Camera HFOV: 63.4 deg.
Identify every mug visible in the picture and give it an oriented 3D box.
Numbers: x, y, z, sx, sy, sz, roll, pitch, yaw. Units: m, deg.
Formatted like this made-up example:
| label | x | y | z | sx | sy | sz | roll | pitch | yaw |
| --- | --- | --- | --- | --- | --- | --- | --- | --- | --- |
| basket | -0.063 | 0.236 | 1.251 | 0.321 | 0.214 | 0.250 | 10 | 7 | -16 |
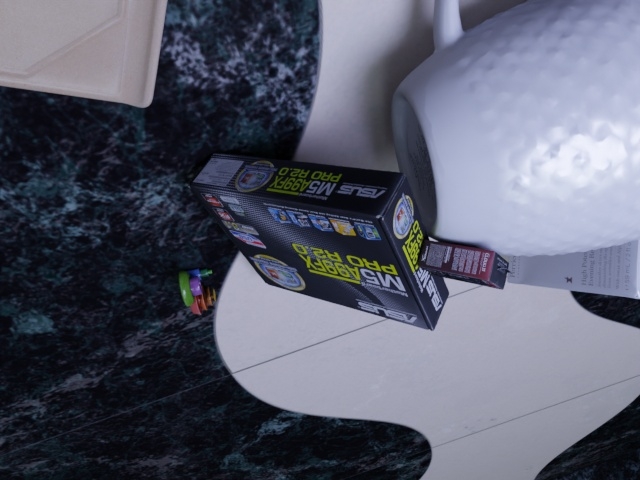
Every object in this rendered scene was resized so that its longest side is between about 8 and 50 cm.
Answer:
| label | x | y | z | sx | sy | sz | roll | pitch | yaw |
| --- | --- | --- | --- | --- | --- | --- | --- | --- | --- |
| mug | 0.245 | -0.167 | 0.548 | 0.328 | 0.276 | 0.374 | -15 | 105 | -1 |

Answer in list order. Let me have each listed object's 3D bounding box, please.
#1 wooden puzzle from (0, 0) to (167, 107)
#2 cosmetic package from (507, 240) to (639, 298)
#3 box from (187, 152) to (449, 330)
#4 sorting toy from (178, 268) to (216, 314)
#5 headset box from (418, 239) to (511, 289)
| label | x | y | z | sx | sy | sz | roll | pitch | yaw |
| --- | --- | --- | --- | --- | --- | --- | --- | --- | --- |
| wooden puzzle | -0.256 | -0.234 | 0.444 | 0.239 | 0.044 | 0.221 | 6 | 131 | -23 |
| cosmetic package | 0.384 | 0.018 | 0.756 | 0.085 | 0.231 | 0.117 | 5 | 88 | -23 |
| box | 0.000 | 0.000 | 0.624 | 0.270 | 0.060 | 0.216 | 12 | 148 | 34 |
| sorting toy | -0.175 | 0.069 | 0.751 | 0.042 | 0.061 | 0.102 | -13 | 158 | -7 |
| headset box | 0.153 | 0.026 | 0.538 | 0.062 | 0.083 | 0.032 | 22 | 80 | -55 |
